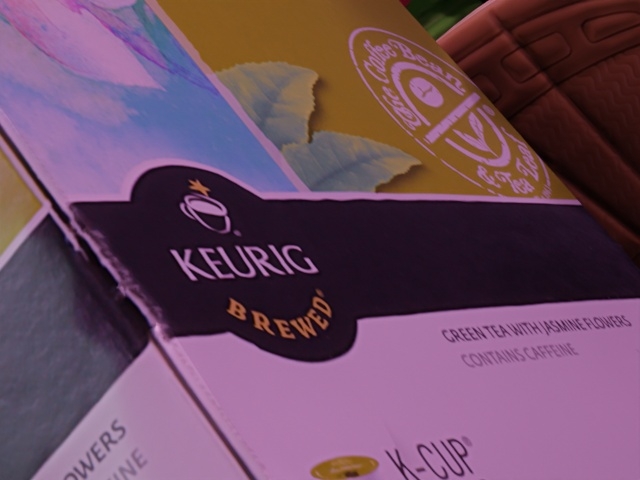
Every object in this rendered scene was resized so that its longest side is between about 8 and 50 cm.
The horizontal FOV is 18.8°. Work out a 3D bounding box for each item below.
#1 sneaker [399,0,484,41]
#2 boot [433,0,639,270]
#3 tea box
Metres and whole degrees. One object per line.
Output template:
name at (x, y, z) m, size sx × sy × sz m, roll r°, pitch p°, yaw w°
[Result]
sneaker at (-0.059, -0.167, 0.865) m, size 0.202 × 0.185 × 0.483 m, roll -9°, pitch 86°, yaw 44°
boot at (0.066, -0.029, 0.672) m, size 0.262 × 0.095 × 0.203 m, roll -52°, pitch 0°, yaw 32°
tea box at (-0.110, 0.068, 0.529) m, size 0.329 × 0.220 × 0.323 m, roll -50°, pitch 65°, yaw 25°
